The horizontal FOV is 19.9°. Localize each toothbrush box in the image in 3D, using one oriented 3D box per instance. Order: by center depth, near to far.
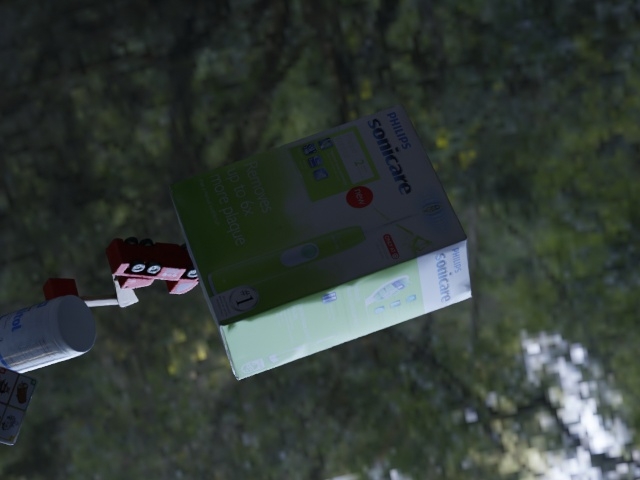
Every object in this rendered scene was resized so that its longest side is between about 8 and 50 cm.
[{"bbox_3d":[0.000,0.000,2.019,0.283,0.122,0.206,-18,-125,-5],"label":"toothbrush box"}]

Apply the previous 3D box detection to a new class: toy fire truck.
[{"bbox_3d":[-0.262,0.054,2.456,0.192,0.135,0.047,6,-130,-35],"label":"toy fire truck"}]

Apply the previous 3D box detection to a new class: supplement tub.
[{"bbox_3d":[-0.315,0.106,2.054,0.107,0.071,0.071,-19,-155,29],"label":"supplement tub"}]

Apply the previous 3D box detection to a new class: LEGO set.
[{"bbox_3d":[-0.425,0.233,1.925,0.060,0.182,0.244,6,-104,60],"label":"LEGO set"}]
